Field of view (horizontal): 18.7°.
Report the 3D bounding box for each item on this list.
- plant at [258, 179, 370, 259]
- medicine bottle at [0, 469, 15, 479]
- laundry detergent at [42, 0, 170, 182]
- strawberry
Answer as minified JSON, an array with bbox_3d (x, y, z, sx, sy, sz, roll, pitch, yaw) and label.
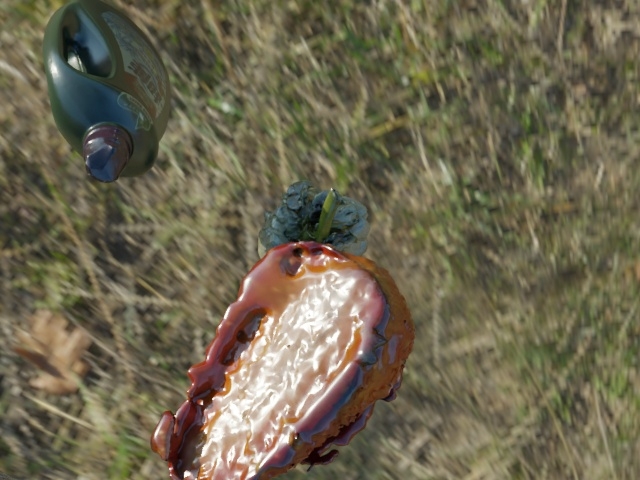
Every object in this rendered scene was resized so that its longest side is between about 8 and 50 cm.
[{"bbox_3d":[0.000,0.000,1.749,0.104,0.122,0.117,9,72,-12],"label":"plant"},{"bbox_3d":[-0.205,0.178,1.173,0.140,0.079,0.079,21,79,51],"label":"medicine bottle"},{"bbox_3d":[-0.194,-0.125,1.718,0.078,0.222,0.144,-34,114,18],"label":"laundry detergent"},{"bbox_3d":[-0.021,0.088,1.231,0.188,0.082,0.121,-47,58,0],"label":"strawberry"}]
